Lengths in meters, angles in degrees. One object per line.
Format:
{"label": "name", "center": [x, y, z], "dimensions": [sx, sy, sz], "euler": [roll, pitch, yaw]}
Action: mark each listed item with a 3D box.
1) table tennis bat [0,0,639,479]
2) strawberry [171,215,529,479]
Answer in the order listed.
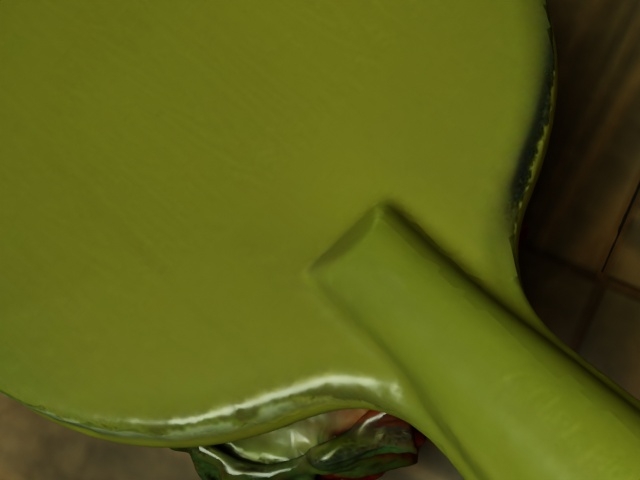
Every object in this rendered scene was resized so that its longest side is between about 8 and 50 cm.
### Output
{"label": "table tennis bat", "center": [0.004, -0.005, 0.552], "dimensions": [0.224, 0.054, 0.368], "euler": [-45, 58, -3]}
{"label": "strawberry", "center": [0.000, 0.000, 0.612], "dimensions": [0.146, 0.082, 0.187], "euler": [13, 80, 16]}
